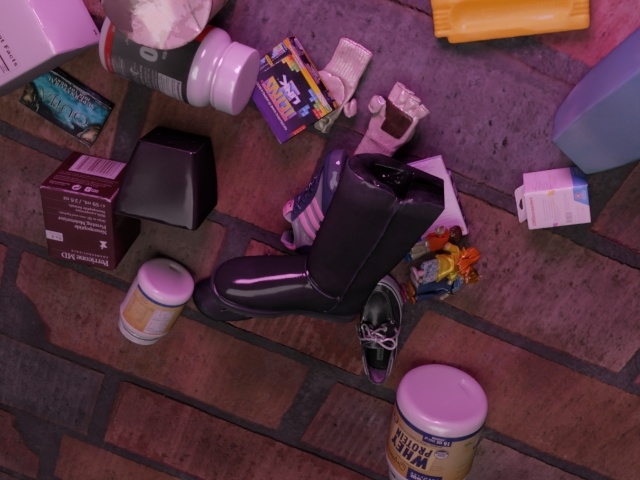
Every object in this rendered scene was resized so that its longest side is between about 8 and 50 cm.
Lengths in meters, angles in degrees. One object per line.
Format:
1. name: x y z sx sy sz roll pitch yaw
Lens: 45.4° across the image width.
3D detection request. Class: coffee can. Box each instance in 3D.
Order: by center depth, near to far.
1. coffee can: -0.252 -0.485 1.369 0.202 0.275 0.201 6 124 8

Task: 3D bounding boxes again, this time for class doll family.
1. doll family: 0.274 0.077 1.692 0.163 0.118 0.263 -19 145 -10

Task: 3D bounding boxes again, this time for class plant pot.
1. plant pot: 0.563 -0.243 1.434 0.165 0.165 0.234 39 129 -15
2. plant pot: -0.328 -0.147 1.686 0.188 0.187 0.167 14 114 3

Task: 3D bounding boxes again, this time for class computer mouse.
1. computer mouse: -0.206 0.142 1.916 0.272 0.072 0.188 -11 122 19

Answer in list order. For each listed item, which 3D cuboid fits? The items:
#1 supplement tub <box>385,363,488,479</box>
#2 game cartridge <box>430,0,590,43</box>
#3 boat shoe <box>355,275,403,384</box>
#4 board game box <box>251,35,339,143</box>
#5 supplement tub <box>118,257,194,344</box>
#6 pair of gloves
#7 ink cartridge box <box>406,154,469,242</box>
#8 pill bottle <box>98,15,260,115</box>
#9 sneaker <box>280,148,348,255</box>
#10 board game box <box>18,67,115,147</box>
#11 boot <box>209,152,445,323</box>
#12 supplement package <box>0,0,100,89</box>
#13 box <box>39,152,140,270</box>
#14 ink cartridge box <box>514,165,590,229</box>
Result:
1. supplement tub: 0.290 0.500 1.959 0.228 0.228 0.316 10 125 6
2. game cartridge: 0.331 -0.520 1.357 0.285 0.052 0.323 -3 122 15
3. boat shoe: 0.140 0.224 1.877 0.113 0.105 0.306 8 125 7
4. board game box: -0.066 -0.306 1.562 0.141 0.048 0.170 -30 95 27
5. supplement tub: -0.419 0.156 1.927 0.144 0.144 0.199 30 125 -9
6. pair of gloves: 0.082 -0.271 1.567 0.240 0.042 0.204 40 124 -1
7. ink cartridge box: 0.200 -0.083 1.688 0.206 0.045 0.208 -13 121 19
8. pill bottle: -0.274 -0.361 1.507 0.283 0.161 0.161 22 126 7
9. sneaker: -0.019 -0.077 1.685 0.131 0.112 0.319 16 133 5
10. board game box: -0.569 -0.307 1.713 0.186 0.026 0.126 33 124 -11
11. boot: 0.002 0.000 1.560 0.367 0.146 0.445 6 145 -21
12. supplement package: -0.631 -0.412 1.548 0.293 0.177 0.175 -20 105 23
13. box: -0.530 -0.069 1.781 0.169 0.167 0.203 11 126 5
14. ink cartridge box: 0.483 -0.089 1.596 0.143 0.090 0.092 -6 122 17
